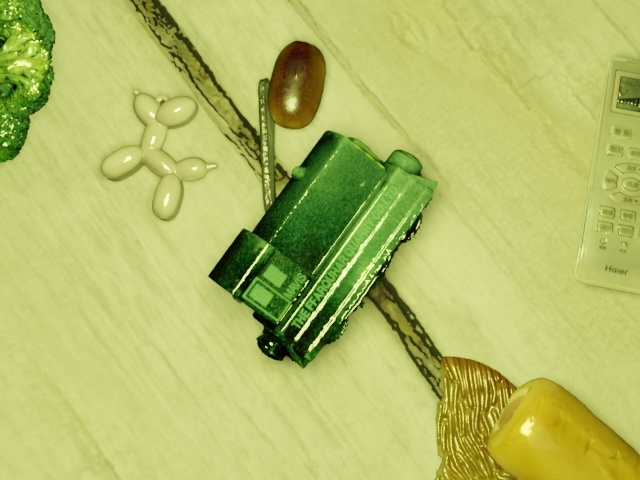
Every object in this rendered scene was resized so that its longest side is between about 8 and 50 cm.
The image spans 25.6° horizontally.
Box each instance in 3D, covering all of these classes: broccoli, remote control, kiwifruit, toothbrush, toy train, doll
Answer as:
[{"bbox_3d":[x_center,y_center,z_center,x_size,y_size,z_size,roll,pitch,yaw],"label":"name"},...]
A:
[{"bbox_3d":[-0.476,-0.249,1.883,0.245,0.294,0.265,-22,45,-33],"label":"broccoli"},{"bbox_3d":[0.414,-0.086,1.896,0.109,0.055,0.313,11,80,0],"label":"remote control"},{"bbox_3d":[-0.033,-0.211,1.931,0.075,0.075,0.124,8,81,5],"label":"kiwifruit"},{"bbox_3d":[-0.073,-0.078,1.941,0.031,0.030,0.297,-3,84,13],"label":"toothbrush"},{"bbox_3d":[0.000,0.000,1.849,0.178,0.138,0.330,37,87,-21],"label":"toy train"},{"bbox_3d":[-0.221,-0.129,1.942,0.161,0.059,0.160,39,88,8],"label":"doll"}]

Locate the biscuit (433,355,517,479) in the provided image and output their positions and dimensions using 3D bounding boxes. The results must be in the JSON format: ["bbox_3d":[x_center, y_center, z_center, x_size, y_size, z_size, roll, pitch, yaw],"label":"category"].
[{"bbox_3d":[0.205,0.266,1.880,0.176,0.031,0.228,-34,83,-1],"label":"biscuit"}]

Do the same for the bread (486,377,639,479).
[{"bbox_3d":[0.356,0.313,1.819,0.305,0.091,0.142,41,78,0],"label":"bread"}]
